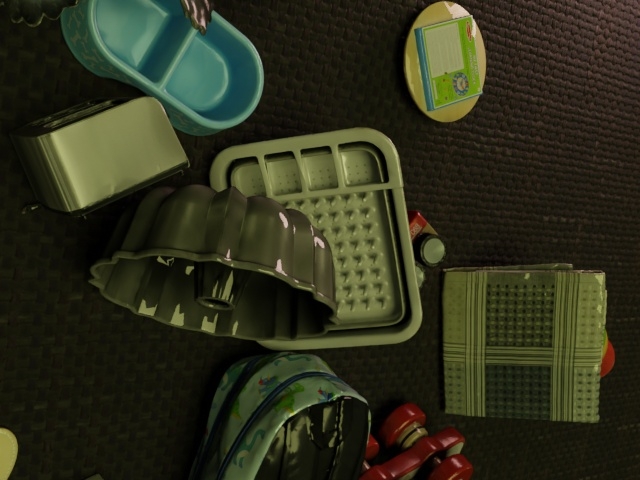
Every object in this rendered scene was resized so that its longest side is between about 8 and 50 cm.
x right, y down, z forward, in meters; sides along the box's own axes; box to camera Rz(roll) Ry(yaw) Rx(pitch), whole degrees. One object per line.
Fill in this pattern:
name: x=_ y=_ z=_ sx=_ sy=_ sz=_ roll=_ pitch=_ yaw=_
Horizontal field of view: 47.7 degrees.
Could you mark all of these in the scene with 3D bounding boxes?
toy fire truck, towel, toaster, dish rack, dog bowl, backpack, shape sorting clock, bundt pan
toy fire truck: x=0.133 y=0.468 z=1.355 sx=0.302 sy=0.169 sz=0.254 roll=-18 pitch=137 yaw=-35
towel: x=0.394 y=0.199 z=1.421 sx=0.056 sy=0.312 sz=0.325 roll=-55 pitch=144 yaw=-71
toaster: x=-0.284 y=-0.106 z=0.899 sx=0.185 sy=0.168 sz=0.110 roll=-30 pitch=114 yaw=-27
dish rack: x=0.000 y=0.000 z=1.095 sx=0.072 sy=0.285 sz=0.333 roll=-56 pitch=137 yaw=-67
toy fire truck: x=0.070 y=0.004 z=1.198 sx=0.246 sy=0.158 sz=0.217 roll=46 pitch=75 yaw=-22
dog bowl: x=-0.199 y=-0.257 z=0.977 sx=0.297 sy=0.074 sz=0.166 roll=33 pitch=82 yaw=-37
backpack: x=-0.066 y=0.352 z=1.130 sx=0.290 sy=0.273 sz=0.356 roll=3 pitch=124 yaw=-35
shape sorting clock: x=0.220 y=-0.313 z=1.277 sx=0.206 sy=0.040 sz=0.206 roll=-6 pitch=101 yaw=-33
bundt pan: x=-0.130 y=0.028 z=0.965 sx=0.330 sy=0.330 sz=0.124 roll=26 pitch=61 yaw=-37

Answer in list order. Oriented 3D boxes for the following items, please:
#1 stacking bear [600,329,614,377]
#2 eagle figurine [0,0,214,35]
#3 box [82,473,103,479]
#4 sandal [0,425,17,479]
stacking bear: x=0.546 y=0.215 z=1.574 sx=0.289 sy=0.164 sz=0.176 roll=36 pitch=80 yaw=-40
eagle figurine: x=-0.191 y=-0.356 z=0.657 sx=0.226 sy=0.225 sz=0.298 roll=20 pitch=127 yaw=1
box: x=-0.366 y=0.437 z=1.021 sx=0.170 sy=0.091 sz=0.130 roll=-19 pitch=112 yaw=-30
sandal: x=-0.478 y=0.354 z=0.928 sx=0.240 sy=0.079 sz=0.088 roll=-45 pitch=123 yaw=-18
